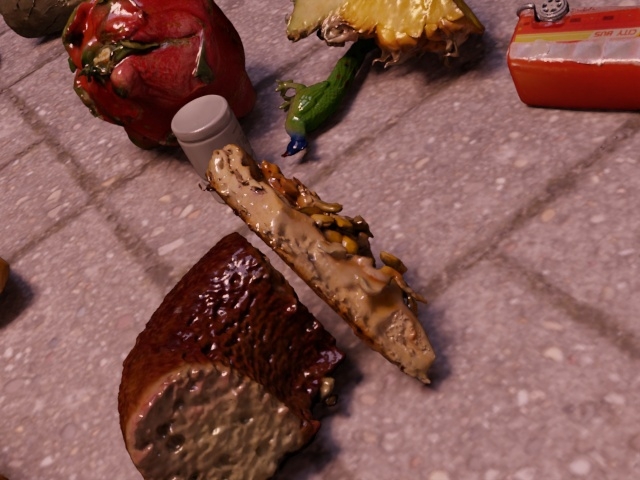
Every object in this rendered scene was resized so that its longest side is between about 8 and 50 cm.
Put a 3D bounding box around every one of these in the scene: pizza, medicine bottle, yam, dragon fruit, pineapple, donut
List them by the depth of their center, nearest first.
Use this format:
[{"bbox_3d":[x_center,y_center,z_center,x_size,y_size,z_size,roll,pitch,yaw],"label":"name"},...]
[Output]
[{"bbox_3d":[-0.073,0.097,0.596,0.186,0.126,0.144,-44,36,-19],"label":"donut"},{"bbox_3d":[0.000,0.000,0.631,0.069,0.147,0.226,-46,41,-3],"label":"pizza"},{"bbox_3d":[-0.096,-0.086,0.820,0.058,0.091,0.058,-15,41,14],"label":"medicine bottle"},{"bbox_3d":[0.061,-0.238,0.883,0.164,0.139,0.250,-51,60,18],"label":"pineapple"},{"bbox_3d":[-0.189,-0.191,0.903,0.200,0.198,0.269,-3,17,-44],"label":"dragon fruit"},{"bbox_3d":[-0.339,-0.400,1.255,0.254,0.154,0.154,-20,40,15],"label":"yam"}]

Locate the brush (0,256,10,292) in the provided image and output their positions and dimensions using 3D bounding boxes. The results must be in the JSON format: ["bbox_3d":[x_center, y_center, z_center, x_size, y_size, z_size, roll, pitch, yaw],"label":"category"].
[{"bbox_3d":[-0.433,0.029,0.842,0.266,0.174,0.166,26,75,26],"label":"brush"}]

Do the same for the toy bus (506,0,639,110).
[{"bbox_3d":[0.244,-0.152,0.721,0.174,0.079,0.077,10,60,35],"label":"toy bus"}]

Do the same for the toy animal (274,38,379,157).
[{"bbox_3d":[0.000,-0.162,0.892,0.075,0.041,0.217,6,46,31],"label":"toy animal"}]

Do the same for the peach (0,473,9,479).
[{"bbox_3d":[-0.370,0.140,0.594,0.338,0.281,0.281,-15,41,21],"label":"peach"}]
